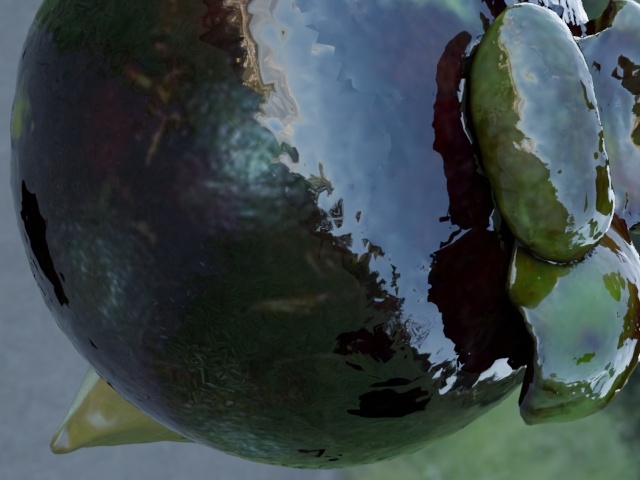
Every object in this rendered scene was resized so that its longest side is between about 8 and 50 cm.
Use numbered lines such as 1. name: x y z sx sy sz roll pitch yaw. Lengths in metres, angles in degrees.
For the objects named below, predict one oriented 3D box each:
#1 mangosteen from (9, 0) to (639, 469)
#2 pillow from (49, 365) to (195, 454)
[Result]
1. mangosteen: 0.013 -0.035 0.701 0.288 0.288 0.288 -16 90 -86
2. pillow: 0.000 0.000 1.008 0.119 0.312 0.310 35 13 25
